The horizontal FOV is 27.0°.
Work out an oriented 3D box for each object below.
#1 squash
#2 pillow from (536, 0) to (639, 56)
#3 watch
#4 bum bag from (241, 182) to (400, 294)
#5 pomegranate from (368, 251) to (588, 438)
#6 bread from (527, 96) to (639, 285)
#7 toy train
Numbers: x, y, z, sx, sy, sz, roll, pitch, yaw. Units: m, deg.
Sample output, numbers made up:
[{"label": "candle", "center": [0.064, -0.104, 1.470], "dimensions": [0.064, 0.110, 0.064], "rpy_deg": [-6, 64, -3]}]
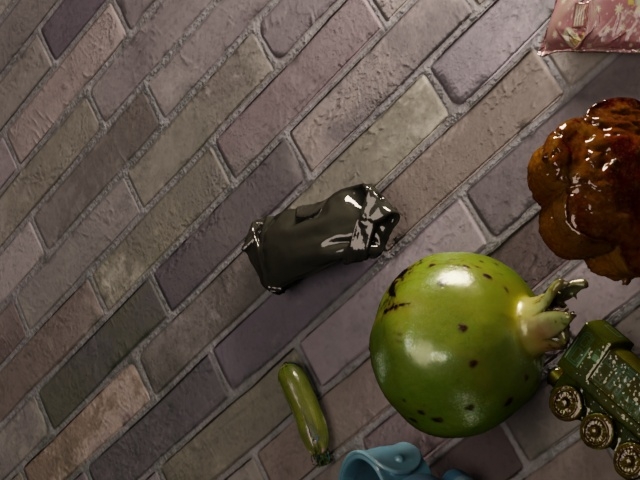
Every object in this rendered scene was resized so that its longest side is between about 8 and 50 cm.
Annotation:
[{"label": "squash", "center": [-0.024, 0.277, 2.151], "dimensions": [0.052, 0.052, 0.183], "rpy_deg": [-35, 65, 33]}, {"label": "pillow", "center": [0.393, -0.308, 1.843], "dimensions": [0.185, 0.043, 0.118], "rpy_deg": [8, 86, 37]}, {"label": "watch", "center": [0.107, 0.401, 1.968], "dimensions": [0.193, 0.211, 0.211], "rpy_deg": [14, 97, 60]}, {"label": "bum bag", "center": [0.000, 0.000, 2.135], "dimensions": [0.326, 0.080, 0.142], "rpy_deg": [-17, 69, 42]}, {"label": "pomegranate", "center": [0.214, 0.130, 1.834], "dimensions": [0.341, 0.260, 0.260], "rpy_deg": [-27, 70, 34]}, {"label": "bread", "center": [0.382, -0.057, 1.708], "dimensions": [0.135, 0.247, 0.232], "rpy_deg": [144, 127, -59]}, {"label": "toy train", "center": [0.405, 0.219, 1.770], "dimensions": [0.225, 0.090, 0.137], "rpy_deg": [43, 110, 33]}]
